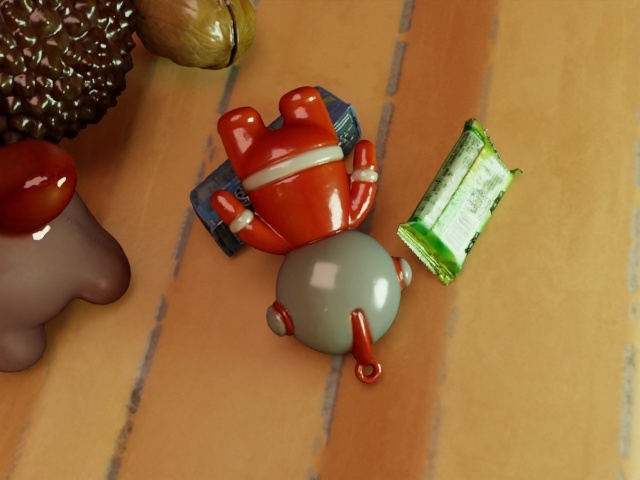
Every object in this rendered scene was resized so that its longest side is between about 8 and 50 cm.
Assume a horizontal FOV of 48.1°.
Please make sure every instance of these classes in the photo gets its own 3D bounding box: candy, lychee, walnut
[{"bbox_3d":[0.163,-0.047,0.845,0.102,0.032,0.178,41,71,-21],"label":"candy"},{"bbox_3d":[-0.370,-0.267,0.868,0.306,0.306,0.330,-29,70,-5],"label":"lychee"},{"bbox_3d":[-0.169,-0.303,0.973,0.180,0.144,0.144,33,75,28],"label":"walnut"}]

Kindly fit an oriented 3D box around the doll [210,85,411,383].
[{"bbox_3d":[0.000,0.000,0.805,0.199,0.105,0.337,-22,88,-14],"label":"doll"}]

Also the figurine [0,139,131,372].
[{"bbox_3d":[-0.372,-0.003,0.807,0.269,0.261,0.211,-40,64,-7],"label":"figurine"}]

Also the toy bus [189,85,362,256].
[{"bbox_3d":[-0.054,-0.088,0.899,0.236,0.079,0.094,-42,52,-10],"label":"toy bus"}]
